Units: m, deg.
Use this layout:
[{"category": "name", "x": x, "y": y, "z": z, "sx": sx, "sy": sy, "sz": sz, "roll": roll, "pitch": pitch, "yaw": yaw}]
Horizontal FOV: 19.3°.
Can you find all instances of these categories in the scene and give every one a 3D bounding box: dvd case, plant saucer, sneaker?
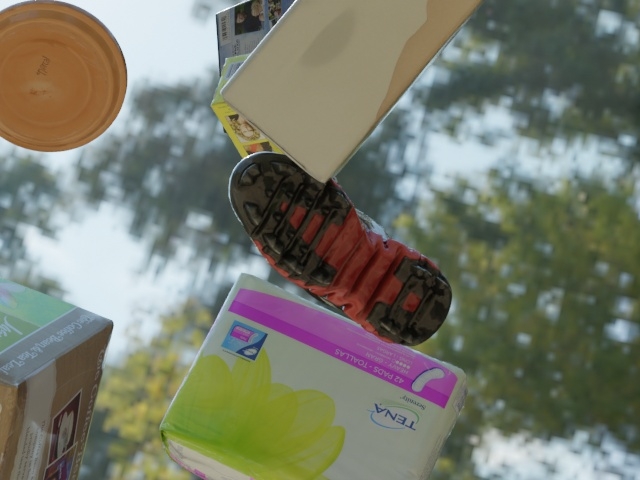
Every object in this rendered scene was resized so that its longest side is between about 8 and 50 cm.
[{"category": "dvd case", "x": -0.073, "y": -0.258, "z": 2.651, "sx": 0.022, "sy": 0.180, "sz": 0.253, "roll": -1, "pitch": -5, "yaw": -33}, {"category": "plant saucer", "x": -0.142, "y": -0.083, "z": 0.970, "sx": 0.084, "sy": 0.013, "sz": 0.083, "roll": -1, "pitch": -64, "yaw": -2}, {"category": "sneaker", "x": 0.000, "y": 0.000, "z": 1.760, "sx": 0.276, "sy": 0.097, "sz": 0.135, "roll": 37, "pitch": -4, "yaw": -36}]

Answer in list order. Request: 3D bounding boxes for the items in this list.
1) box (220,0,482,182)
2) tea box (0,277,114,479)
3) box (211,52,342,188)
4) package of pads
[{"category": "box", "x": 0.063, "y": -0.208, "z": 1.628, "sx": 0.121, "sy": 0.311, "sz": 0.148, "roll": 41, "pitch": 11, "yaw": 0}, {"category": "tea box", "x": -0.407, "y": 0.197, "z": 1.773, "sx": 0.324, "sy": 0.329, "sz": 0.220, "roll": 18, "pitch": 18, "yaw": 13}, {"category": "box", "x": -0.050, "y": -0.111, "z": 2.234, "sx": 0.058, "sy": 0.087, "sz": 0.232, "roll": -9, "pitch": -47, "yaw": 25}, {"category": "package of pads", "x": -0.009, "y": 0.199, "z": 2.113, "sx": 0.297, "sy": 0.229, "sz": 0.101, "roll": 23, "pitch": -24, "yaw": 9}]
